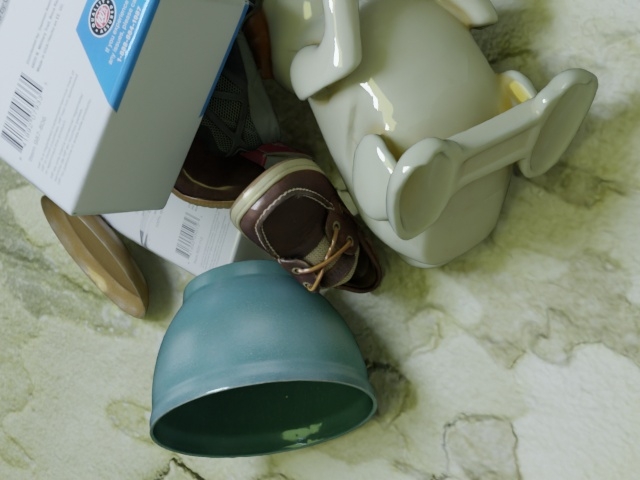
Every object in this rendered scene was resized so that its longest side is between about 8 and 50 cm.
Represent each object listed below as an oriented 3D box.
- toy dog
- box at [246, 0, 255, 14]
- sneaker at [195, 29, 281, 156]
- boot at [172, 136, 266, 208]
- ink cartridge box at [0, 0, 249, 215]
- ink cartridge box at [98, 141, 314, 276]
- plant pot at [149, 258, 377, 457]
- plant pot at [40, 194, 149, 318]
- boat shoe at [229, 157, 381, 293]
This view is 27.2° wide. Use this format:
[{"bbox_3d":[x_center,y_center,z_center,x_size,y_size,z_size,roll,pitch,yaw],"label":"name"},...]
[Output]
[{"bbox_3d":[0.089,-0.198,1.614,0.408,0.285,0.395,53,165,24],"label":"toy dog"},{"bbox_3d":[-0.253,-0.362,1.822,0.343,0.179,0.312,-36,36,33],"label":"box"},{"bbox_3d":[-0.143,-0.202,1.597,0.087,0.130,0.227,-133,21,-68],"label":"sneaker"},{"bbox_3d":[-0.174,-0.158,1.691,0.248,0.090,0.206,18,131,19],"label":"boot"},{"bbox_3d":[-0.315,-0.251,1.571,0.395,0.166,0.285,37,113,28],"label":"ink cartridge box"},{"bbox_3d":[-0.171,-0.076,1.885,0.283,0.117,0.207,28,107,34],"label":"ink cartridge box"},{"bbox_3d":[-0.085,0.146,1.735,0.293,0.293,0.196,-28,59,35],"label":"plant pot"},{"bbox_3d":[-0.332,0.017,1.988,0.236,0.032,0.236,42,158,21],"label":"plant pot"},{"bbox_3d":[0.000,0.000,1.629,0.123,0.342,0.123,-44,68,1],"label":"boat shoe"}]
